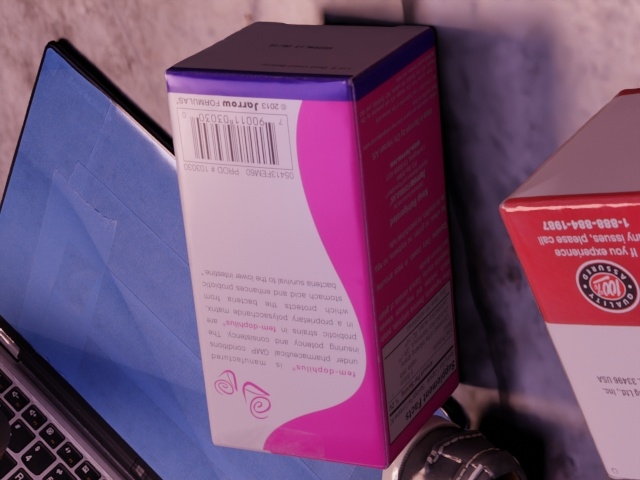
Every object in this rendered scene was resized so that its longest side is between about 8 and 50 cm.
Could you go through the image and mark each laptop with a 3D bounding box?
[{"bbox_3d":[-0.179,0.166,1.194,0.382,0.408,0.236,43,168,22],"label":"laptop"}]

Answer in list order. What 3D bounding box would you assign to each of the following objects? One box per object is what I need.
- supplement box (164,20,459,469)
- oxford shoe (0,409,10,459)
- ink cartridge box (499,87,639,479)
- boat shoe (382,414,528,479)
[{"bbox_3d":[0.000,0.000,0.999,0.111,0.114,0.220,6,113,26],"label":"supplement box"},{"bbox_3d":[-0.295,0.127,1.216,0.212,0.076,0.076,10,123,23],"label":"oxford shoe"},{"bbox_3d":[0.225,0.070,0.794,0.197,0.114,0.273,-2,120,45],"label":"ink cartridge box"},{"bbox_3d":[0.091,0.216,1.051,0.079,0.084,0.233,12,120,41],"label":"boat shoe"}]
